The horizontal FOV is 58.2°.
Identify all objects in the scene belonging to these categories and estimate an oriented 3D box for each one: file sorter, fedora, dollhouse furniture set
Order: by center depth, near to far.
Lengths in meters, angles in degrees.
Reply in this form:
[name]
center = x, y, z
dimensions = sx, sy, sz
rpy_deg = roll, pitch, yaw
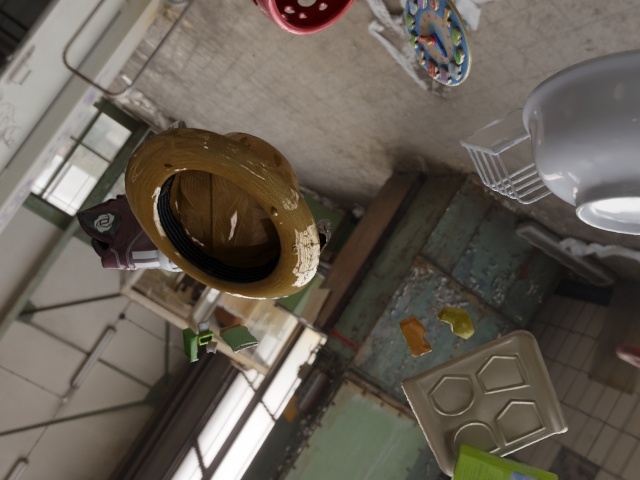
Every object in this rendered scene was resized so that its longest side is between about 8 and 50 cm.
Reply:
[fedora]
center = -0.075, -0.031, 0.503
dimensions = 0.194, 0.079, 0.194
rpy_deg = 16, 139, 14
[dollhouse furniture set]
center = -0.204, 0.191, 1.169
dimensions = 0.151, 0.059, 0.076
rpy_deg = -13, -152, -34
[file sorter]
center = 0.523, -0.226, 1.511
dimensions = 0.173, 0.193, 0.278
rpy_deg = 61, -176, -14

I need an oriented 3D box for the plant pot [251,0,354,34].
[plant pot]
center = -0.050, -0.432, 0.865
dimensions = 0.174, 0.191, 0.191
rpy_deg = 44, -179, 32

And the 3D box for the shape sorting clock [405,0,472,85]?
[shape sorting clock]
center = 0.229, -0.403, 1.141
dimensions = 0.206, 0.040, 0.206
rpy_deg = 56, 172, 11

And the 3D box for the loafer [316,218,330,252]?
[loafer]
center = 0.000, 0.000, 1.275
dimensions = 0.045, 0.125, 0.039
rpy_deg = 42, 144, -22

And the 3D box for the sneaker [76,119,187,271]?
[sneaker]
center = -0.267, -0.070, 0.837
dimensions = 0.106, 0.162, 0.281
rpy_deg = 83, 179, -47

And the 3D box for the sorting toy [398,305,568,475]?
[sorting toy]
center = 0.256, 0.233, 0.958
dimensions = 0.041, 0.229, 0.307
rpy_deg = -91, -23, -73

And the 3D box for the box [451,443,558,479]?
[box]
center = 0.304, 0.414, 0.938
dimensions = 0.178, 0.109, 0.042
rpy_deg = 14, -169, 16

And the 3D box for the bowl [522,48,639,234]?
[bowl]
center = 0.385, -0.089, 0.678
dimensions = 0.297, 0.134, 0.298
rpy_deg = 11, 168, 2
